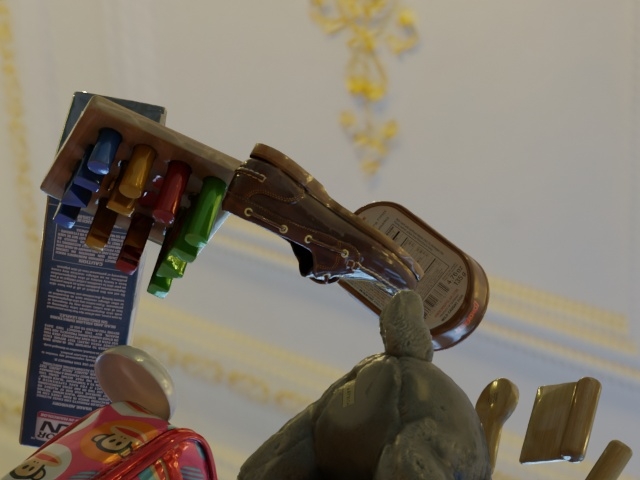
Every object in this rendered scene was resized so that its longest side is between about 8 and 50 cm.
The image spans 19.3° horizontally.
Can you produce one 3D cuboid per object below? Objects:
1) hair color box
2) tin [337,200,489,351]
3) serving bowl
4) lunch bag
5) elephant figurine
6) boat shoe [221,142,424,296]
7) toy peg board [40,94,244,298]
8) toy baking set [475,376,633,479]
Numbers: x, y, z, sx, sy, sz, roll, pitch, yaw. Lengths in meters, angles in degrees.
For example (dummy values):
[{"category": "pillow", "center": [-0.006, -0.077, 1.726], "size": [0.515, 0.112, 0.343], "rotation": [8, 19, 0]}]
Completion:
[{"category": "hair color box", "center": [-0.240, 0.039, 1.982], "size": [0.105, 0.174, 0.347], "rotation": [10, -57, -4]}, {"category": "tin", "center": [0.085, 0.032, 1.850], "size": [0.189, 0.106, 0.040], "rotation": [38, -4, 39]}, {"category": "serving bowl", "center": [-0.153, 0.120, 1.613], "size": [0.083, 0.027, 0.083], "rotation": [25, -41, 24]}, {"category": "lunch bag", "center": [-0.170, 0.290, 1.590], "size": [0.120, 0.258, 0.293], "rotation": [19, -51, 36]}, {"category": "elephant figurine", "center": [0.069, 0.193, 1.105], "size": [0.239, 0.186, 0.169], "rotation": [47, 7, -32]}, {"category": "boat shoe", "center": [0.000, 0.000, 1.642], "size": [0.207, 0.073, 0.073], "rotation": [36, -16, -24]}, {"category": "toy peg board", "center": [-0.165, -0.029, 1.687], "size": [0.160, 0.079, 0.161], "rotation": [24, -35, -12]}, {"category": "toy baking set", "center": [0.101, 0.197, 1.242], "size": [0.030, 0.256, 0.196], "rotation": [37, -10, -26]}]
